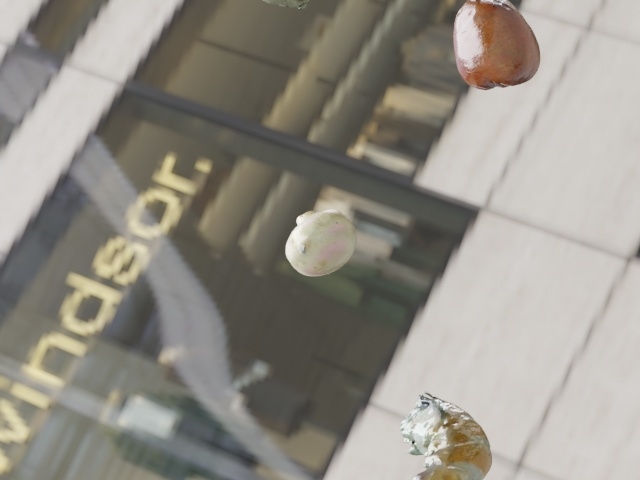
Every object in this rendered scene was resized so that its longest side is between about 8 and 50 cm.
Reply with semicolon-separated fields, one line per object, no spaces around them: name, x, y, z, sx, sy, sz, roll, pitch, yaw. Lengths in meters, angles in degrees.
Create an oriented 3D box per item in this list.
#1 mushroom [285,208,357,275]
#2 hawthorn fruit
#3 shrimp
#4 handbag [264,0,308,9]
mushroom;0.000;0.000;2.174;0.083;0.067;0.083;-19;-28;-11
hawthorn fruit;0.158;-0.185;1.782;0.081;0.081;0.093;-9;-88;-60
shrimp;0.132;0.313;2.591;0.287;0.185;0.068;-49;-56;-35
handbag;-0.117;-0.330;1.399;0.109;0.253;0.316;-79;-5;-57
